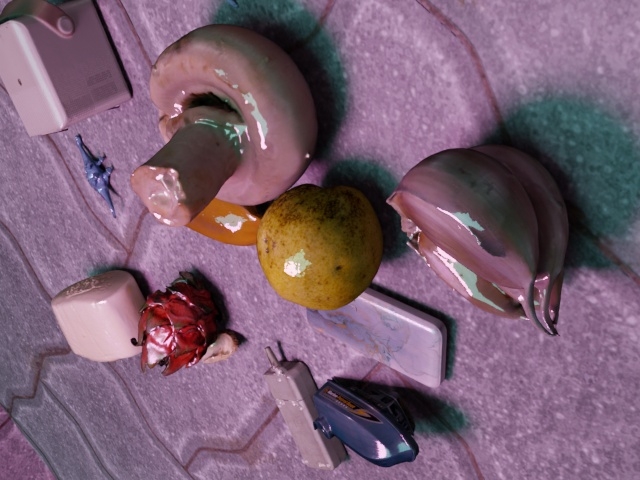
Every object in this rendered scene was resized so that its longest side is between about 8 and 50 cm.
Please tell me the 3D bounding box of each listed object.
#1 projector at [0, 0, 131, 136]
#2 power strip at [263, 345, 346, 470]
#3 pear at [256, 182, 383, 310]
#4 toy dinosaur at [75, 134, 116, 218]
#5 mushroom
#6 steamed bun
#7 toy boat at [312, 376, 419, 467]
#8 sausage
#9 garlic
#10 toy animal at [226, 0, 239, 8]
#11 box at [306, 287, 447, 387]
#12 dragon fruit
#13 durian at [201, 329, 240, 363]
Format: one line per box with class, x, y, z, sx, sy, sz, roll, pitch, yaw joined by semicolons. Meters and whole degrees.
projector;-0.490;-0.333;1.447;0.163;0.177;0.243;-3;116;43
power strip;-0.042;0.334;1.582;0.093;0.053;0.288;-6;112;47
pear;0.000;0.000;1.198;0.197;0.197;0.197;24;132;30
toy dinosaur;-0.479;-0.140;1.678;0.197;0.045;0.080;64;152;-2
mushroom;-0.164;-0.163;1.165;0.292;0.290;0.293;24;135;26
steamed bun;-0.496;0.175;1.831;0.250;0.155;0.200;-4;117;38
toy boat;0.090;0.324;1.382;0.114;0.122;0.296;62;159;-15
sausage;-0.191;-0.059;1.414;0.328;0.112;0.112;25;132;27
garlic;0.202;-0.006;0.994;0.292;0.210;0.238;33;130;35
toy animal;-0.086;-0.409;1.063;0.208;0.100;0.103;-38;50;38
box;0.088;0.142;1.331;0.285;0.044;0.142;23;135;32
dragon fruit;-0.297;0.176;1.626;0.182;0.182;0.189;47;132;8
durian;-0.212;0.225;1.662;0.130;0.066;0.052;-23;101;40
